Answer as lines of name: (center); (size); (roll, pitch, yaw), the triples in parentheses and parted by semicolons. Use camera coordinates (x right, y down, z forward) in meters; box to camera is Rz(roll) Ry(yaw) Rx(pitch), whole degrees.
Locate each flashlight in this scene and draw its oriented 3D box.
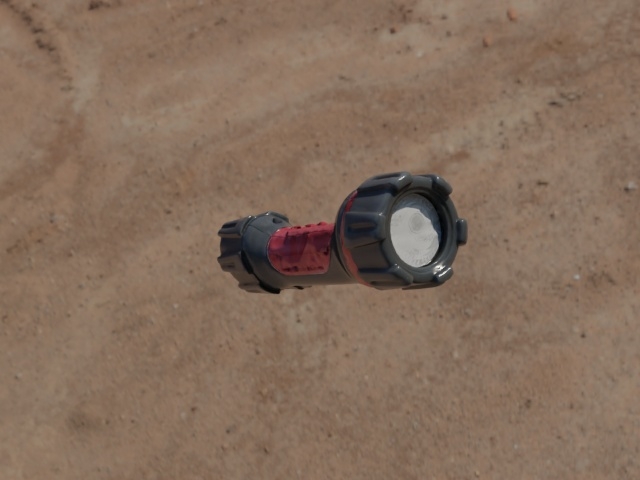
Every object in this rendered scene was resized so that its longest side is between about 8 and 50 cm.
flashlight: (0.000, 0.000, 0.865); (0.103, 0.103, 0.304); (-2, -1, -35)
